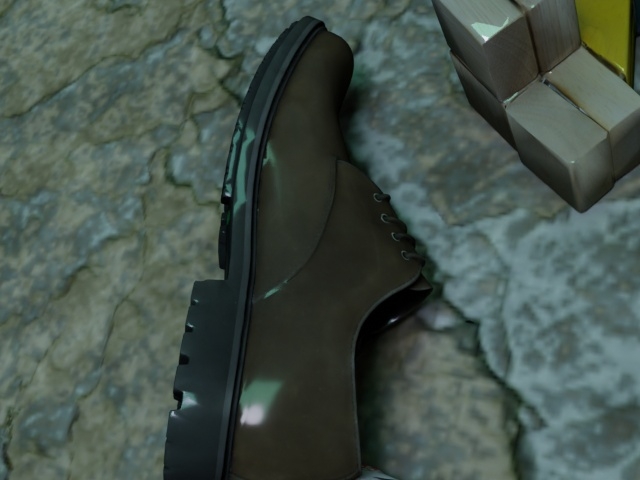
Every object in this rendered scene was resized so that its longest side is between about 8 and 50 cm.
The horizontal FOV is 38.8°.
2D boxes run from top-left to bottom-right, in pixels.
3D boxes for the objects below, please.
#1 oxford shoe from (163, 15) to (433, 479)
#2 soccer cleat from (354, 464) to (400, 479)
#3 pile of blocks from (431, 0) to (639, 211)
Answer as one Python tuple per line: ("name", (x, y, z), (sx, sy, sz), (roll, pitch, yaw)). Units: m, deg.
("oxford shoe", (0.000, 0.000, 0.395), (0.096, 0.083, 0.227), (8, 62, -1))
("soccer cleat", (0.024, 0.101, 0.344), (0.083, 0.035, 0.029), (12, 69, 27))
("pile of blocks", (0.128, -0.200, 0.413), (0.148, 0.112, 0.362), (-5, 63, 20))
